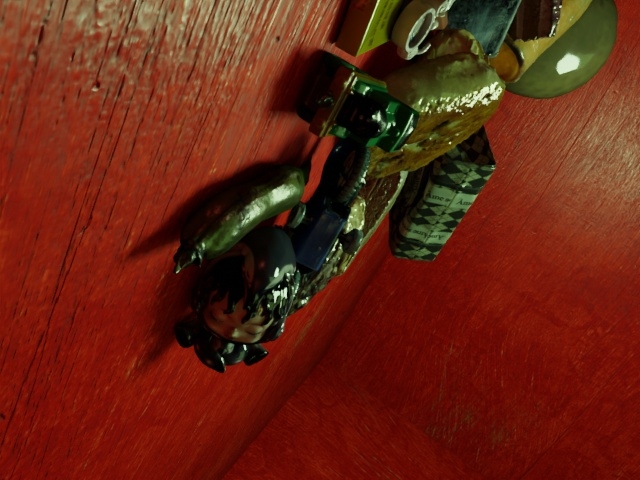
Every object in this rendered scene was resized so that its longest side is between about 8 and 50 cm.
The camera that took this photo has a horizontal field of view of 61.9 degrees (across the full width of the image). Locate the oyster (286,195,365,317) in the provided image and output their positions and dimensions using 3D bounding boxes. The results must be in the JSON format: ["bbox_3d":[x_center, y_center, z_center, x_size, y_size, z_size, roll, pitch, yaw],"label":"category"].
[{"bbox_3d":[-0.019,0.051,1.038,0.271,0.100,0.275,-38,-156,38],"label":"oyster"}]

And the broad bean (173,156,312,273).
[{"bbox_3d":[-0.080,-0.050,0.676,0.077,0.061,0.339,-55,171,35],"label":"broad bean"}]

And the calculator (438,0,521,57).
[{"bbox_3d":[0.321,-0.453,1.085,0.161,0.021,0.262,-9,160,-4],"label":"calculator"}]

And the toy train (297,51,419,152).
[{"bbox_3d":[0.056,-0.174,0.714,0.091,0.136,0.227,-60,171,19],"label":"toy train"}]

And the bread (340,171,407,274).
[{"bbox_3d":[0.106,-0.063,1.322,0.337,0.102,0.183,-59,168,17],"label":"bread"}]

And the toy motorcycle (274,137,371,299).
[{"bbox_3d":[-0.008,-0.029,0.860,0.315,0.113,0.169,-60,-164,15],"label":"toy motorcycle"}]

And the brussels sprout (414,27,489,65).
[{"bbox_3d":[0.255,-0.340,1.081,0.151,0.149,0.122,-38,-177,-9],"label":"brussels sprout"}]

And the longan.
[{"bbox_3d":[0.657,-0.583,1.551,0.404,0.336,0.404,-28,-159,12],"label":"longan"}]

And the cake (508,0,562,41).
[{"bbox_3d":[0.423,-0.548,1.059,0.112,0.115,0.295,-28,125,-36],"label":"cake"}]

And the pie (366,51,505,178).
[{"bbox_3d":[0.181,-0.211,0.976,0.315,0.092,0.315,-22,162,-8],"label":"pie"}]

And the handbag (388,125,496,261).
[{"bbox_3d":[0.319,-0.180,1.478,0.416,0.180,0.317,111,-13,-53],"label":"handbag"}]

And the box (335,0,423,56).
[{"bbox_3d":[0.122,-0.353,0.725,0.279,0.041,0.153,-44,164,-47],"label":"box"}]

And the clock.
[{"bbox_3d":[0.149,-0.315,0.749,0.129,0.041,0.087,-48,165,-10],"label":"clock"}]

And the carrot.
[{"bbox_3d":[0.497,-0.560,1.268,0.341,0.224,0.224,-52,168,-6],"label":"carrot"}]

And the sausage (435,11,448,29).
[{"bbox_3d":[0.211,-0.412,0.956,0.147,0.035,0.030,-7,99,-73],"label":"sausage"}]

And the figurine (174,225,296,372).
[{"bbox_3d":[-0.104,0.080,0.763,0.222,0.145,0.145,-56,171,34],"label":"figurine"}]
